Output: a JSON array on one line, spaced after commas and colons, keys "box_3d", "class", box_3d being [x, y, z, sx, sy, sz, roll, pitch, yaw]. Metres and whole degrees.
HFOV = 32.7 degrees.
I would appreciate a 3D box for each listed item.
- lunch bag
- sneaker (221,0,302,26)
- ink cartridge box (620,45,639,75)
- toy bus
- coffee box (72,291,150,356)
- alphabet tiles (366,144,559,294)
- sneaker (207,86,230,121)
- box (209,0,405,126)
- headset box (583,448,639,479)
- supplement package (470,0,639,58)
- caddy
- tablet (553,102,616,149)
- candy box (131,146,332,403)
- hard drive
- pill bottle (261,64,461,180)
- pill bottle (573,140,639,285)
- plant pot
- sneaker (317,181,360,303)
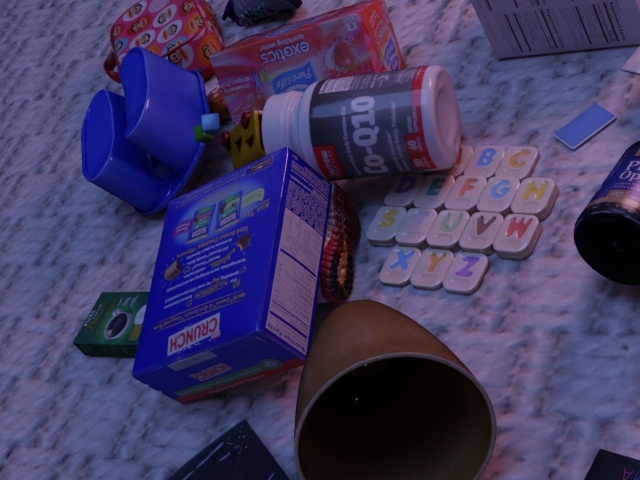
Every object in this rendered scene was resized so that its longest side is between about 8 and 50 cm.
[{"box_3d": [-0.344, -0.414, 2.318, 0.258, 0.120, 0.293, -29, 40, 9], "class": "lunch bag"}, {"box_3d": [-0.124, -0.483, 2.283, 0.224, 0.083, 0.098, 25, 88, 52], "class": "sneaker"}, {"box_3d": [0.621, -0.294, 1.548, 0.296, 0.066, 0.261, -48, 40, -16], "class": "ink cartridge box"}, {"box_3d": [-0.106, -0.152, 1.891, 0.191, 0.202, 0.104, -10, 76, 19], "class": "toy bus"}, {"box_3d": [-0.311, 0.137, 1.802, 0.184, 0.040, 0.113, -4, 48, 33], "class": "coffee box"}, {"box_3d": [0.205, -0.041, 1.628, 0.284, 0.021, 0.278, 5, 54, 40], "class": "alphabet tiles"}, {"box_3d": [-0.161, -0.270, 2.090, 0.175, 0.064, 0.067, -37, 49, 3], "class": "sneaker"}, {"box_3d": [-0.021, -0.306, 1.923, 0.300, 0.154, 0.142, -10, 19, 27], "class": "box"}, {"box_3d": [0.328, 0.377, 1.031, 0.246, 0.131, 0.283, 12, 59, 43], "class": "headset box"}, {"box_3d": [0.396, -0.439, 1.749, 0.263, 0.198, 0.199, 0, 50, 36], "class": "supplement package"}, {"box_3d": [-0.313, -0.202, 2.043, 0.241, 0.179, 0.341, -46, 35, 23], "class": "caddy"}, {"box_3d": [0.395, -0.171, 1.633, 0.083, 0.006, 0.054, -36, 39, -2], "class": "tablet"}, {"box_3d": [-0.129, 0.055, 1.620, 0.268, 0.122, 0.317, -21, 47, 37], "class": "candy box"}, {"box_3d": [-0.156, 0.372, 1.444, 0.255, 0.054, 0.172, -40, 39, -6], "class": "hard drive"}, {"box_3d": [0.063, -0.177, 1.706, 0.283, 0.161, 0.161, -5, 48, 23], "class": "pill bottle"}, {"box_3d": [0.420, -0.054, 1.391, 0.123, 0.123, 0.219, 7, 42, 40], "class": "pill bottle"}, {"box_3d": [0.068, 0.183, 1.365, 0.237, 0.237, 0.254, -32, 24, 5], "class": "plant pot"}, {"box_3d": [0.000, 0.000, 1.681, 0.093, 0.088, 0.225, -13, 44, 27], "class": "sneaker"}]
